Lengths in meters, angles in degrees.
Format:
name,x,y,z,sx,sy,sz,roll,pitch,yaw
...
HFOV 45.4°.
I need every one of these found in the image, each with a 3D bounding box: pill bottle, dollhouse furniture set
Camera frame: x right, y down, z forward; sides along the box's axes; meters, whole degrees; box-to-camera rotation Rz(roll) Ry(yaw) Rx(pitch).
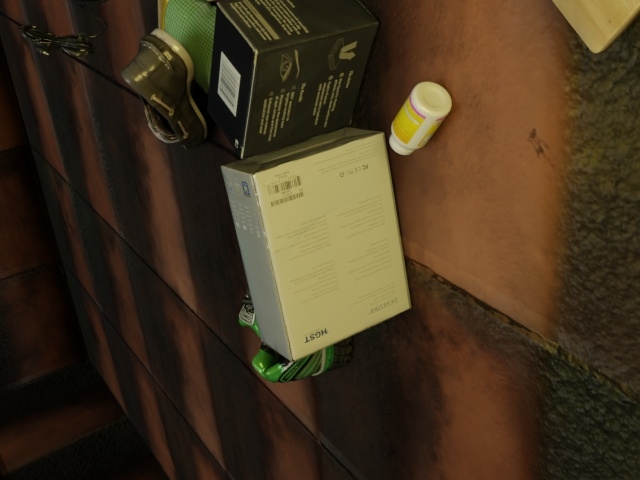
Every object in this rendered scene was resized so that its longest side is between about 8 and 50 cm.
name,x,y,z,sx,sy,sz,roll,pitch,yaw
pill bottle,0.101,-0.124,0.797,0.043,0.043,0.083,60,151,16
dollhouse furniture set,-0.230,-0.342,1.133,0.197,0.151,0.301,51,148,32

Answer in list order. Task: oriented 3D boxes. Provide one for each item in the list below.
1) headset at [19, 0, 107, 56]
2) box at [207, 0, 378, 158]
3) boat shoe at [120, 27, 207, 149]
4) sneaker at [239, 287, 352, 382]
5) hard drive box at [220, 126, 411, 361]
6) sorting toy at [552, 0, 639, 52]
name,x,y,z,sx,sy,sz,roll,pitch,yaw
headset,-0.402,-0.473,1.232,0.243,0.185,0.394,-83,7,-46
box,-0.036,-0.195,0.871,0.093,0.158,0.156,54,149,27
boat shoe,-0.256,-0.219,1.231,0.112,0.095,0.335,42,165,8
sneaker,-0.042,0.065,1.082,0.134,0.146,0.343,32,135,50
hard drive box,0.000,0.000,0.921,0.089,0.181,0.232,20,125,57
sorting toy,0.200,-0.233,0.533,0.274,0.046,0.132,60,152,17
